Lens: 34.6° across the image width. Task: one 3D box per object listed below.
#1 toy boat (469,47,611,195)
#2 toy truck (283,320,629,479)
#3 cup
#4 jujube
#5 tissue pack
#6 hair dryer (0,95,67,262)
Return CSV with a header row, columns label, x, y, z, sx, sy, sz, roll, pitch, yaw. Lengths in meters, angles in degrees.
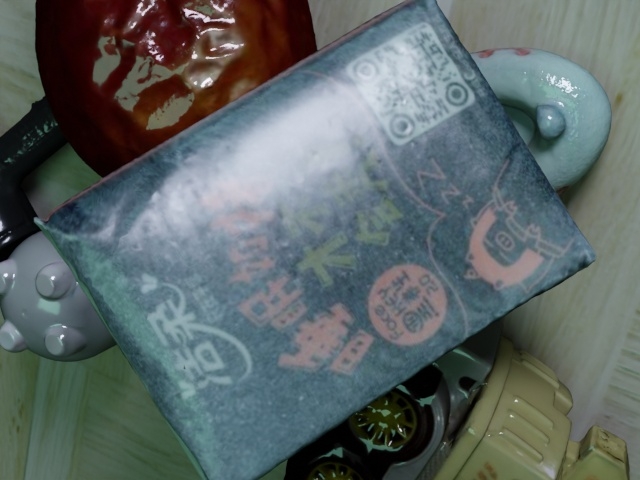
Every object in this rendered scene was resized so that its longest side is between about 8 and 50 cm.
label,x,y,z,sx,sy,sz,roll,pitch,yaw
toy boat,0.125,-0.081,0.813,0.207,0.079,0.134,-9,98,30
toy truck,0.069,0.253,0.882,0.254,0.180,0.405,32,113,6
cup,-0.221,0.043,0.980,0.173,0.142,0.134,-15,97,28
jujube,-0.123,-0.194,0.826,0.223,0.223,0.318,-7,98,28
tissue pack,0.000,0.000,0.714,0.315,0.103,0.228,-32,88,-9
hair dryer,-0.295,-0.105,1.021,0.251,0.089,0.197,-30,88,21
